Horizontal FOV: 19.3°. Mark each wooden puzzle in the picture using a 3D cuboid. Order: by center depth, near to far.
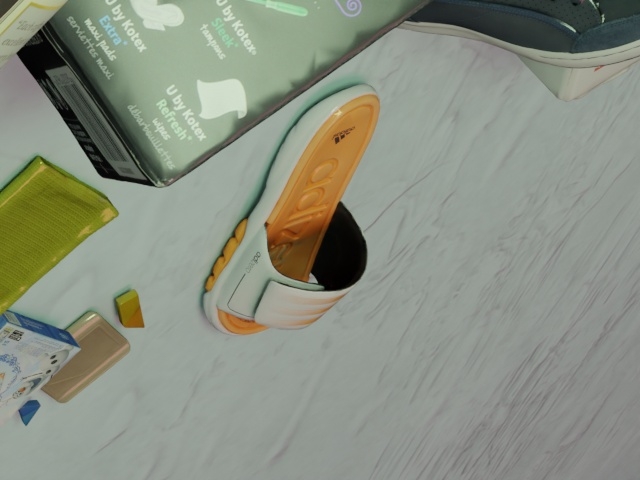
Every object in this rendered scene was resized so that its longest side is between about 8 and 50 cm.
[{"bbox_3d":[-0.171,0.081,1.320,0.116,0.014,0.078,-36,153,-9],"label":"wooden puzzle"}]

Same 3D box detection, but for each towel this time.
[{"bbox_3d":[-0.231,0.045,1.148,0.237,0.021,0.102,-42,158,6],"label":"towel"}]

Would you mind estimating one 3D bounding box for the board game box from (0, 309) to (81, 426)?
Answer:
[{"bbox_3d":[-0.216,0.087,1.242,0.090,0.020,0.090,-44,152,8],"label":"board game box"}]

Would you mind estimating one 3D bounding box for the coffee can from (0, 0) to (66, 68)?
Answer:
[{"bbox_3d":[-0.235,-0.078,0.670,0.275,0.201,0.201,-44,157,11],"label":"coffee can"}]

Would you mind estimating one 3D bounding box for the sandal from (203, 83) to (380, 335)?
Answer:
[{"bbox_3d":[-0.008,0.003,1.341,0.102,0.076,0.265,-23,152,-35],"label":"sandal"}]

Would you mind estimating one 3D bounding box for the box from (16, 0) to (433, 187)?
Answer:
[{"bbox_3d":[-0.017,-0.157,0.860,0.270,0.143,0.165,-36,-167,-10],"label":"box"}]

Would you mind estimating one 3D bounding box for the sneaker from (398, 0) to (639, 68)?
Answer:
[{"bbox_3d":[0.093,-0.165,1.036,0.163,0.226,0.086,39,60,-63],"label":"sneaker"}]

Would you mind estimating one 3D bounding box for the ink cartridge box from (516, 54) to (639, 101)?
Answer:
[{"bbox_3d":[0.214,-0.240,1.178,0.197,0.114,0.273,-30,155,-23],"label":"ink cartridge box"}]
